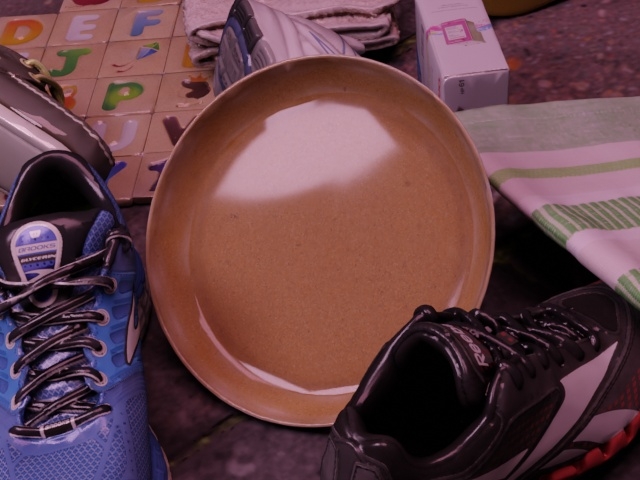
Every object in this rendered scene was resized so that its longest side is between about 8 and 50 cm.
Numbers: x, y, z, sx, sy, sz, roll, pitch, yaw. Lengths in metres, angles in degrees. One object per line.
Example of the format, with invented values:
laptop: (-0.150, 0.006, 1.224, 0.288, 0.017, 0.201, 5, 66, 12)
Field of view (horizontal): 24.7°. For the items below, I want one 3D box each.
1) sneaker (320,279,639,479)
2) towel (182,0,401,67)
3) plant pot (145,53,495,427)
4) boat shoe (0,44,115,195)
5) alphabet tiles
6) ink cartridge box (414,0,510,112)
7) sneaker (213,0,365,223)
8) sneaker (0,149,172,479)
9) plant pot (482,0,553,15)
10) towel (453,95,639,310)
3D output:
sneaker: (0.105, 0.084, 0.825, 0.276, 0.135, 0.098, -32, 43, -27)
towel: (-0.035, -0.242, 1.294, 0.187, 0.049, 0.282, -6, 36, -5)
plant pot: (0.000, 0.000, 0.929, 0.236, 0.032, 0.236, -3, 82, 21)
boat shoe: (-0.256, -0.108, 1.128, 0.305, 0.109, 0.091, 24, 54, 38)
alphabet tiles: (-0.161, -0.137, 1.238, 0.285, 0.011, 0.342, -3, 40, 7)
ink cartridge box: (0.107, -0.122, 1.108, 0.052, 0.088, 0.122, -7, 40, -2)
sneaker: (0.015, -0.077, 1.062, 0.129, 0.111, 0.297, 3, 44, -23)
sneaker: (-0.167, 0.065, 0.889, 0.130, 0.147, 0.330, -11, 40, -3)
plant pot: (0.154, -0.239, 1.252, 0.083, 0.081, 0.081, -31, 44, -10)
towel: (0.259, -0.013, 0.933, 0.248, 0.038, 0.325, -8, 35, -29)
